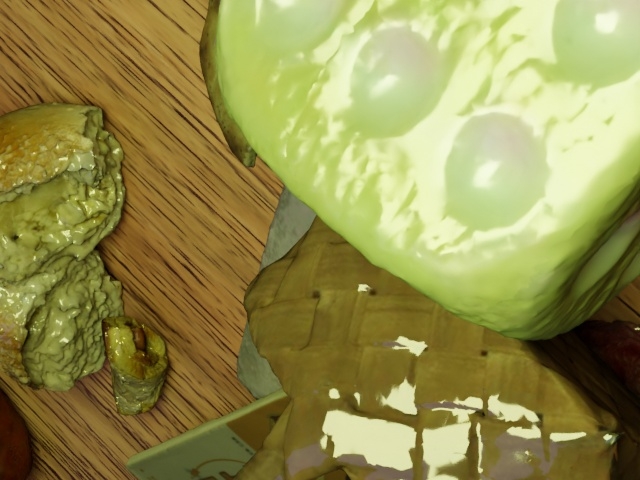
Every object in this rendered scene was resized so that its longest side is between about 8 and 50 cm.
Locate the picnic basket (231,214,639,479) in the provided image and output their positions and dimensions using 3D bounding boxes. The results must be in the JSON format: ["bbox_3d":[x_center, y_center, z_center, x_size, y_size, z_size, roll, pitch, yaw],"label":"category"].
[{"bbox_3d":[0.050,0.164,0.880,0.337,0.293,0.337,-11,68,30],"label":"picnic basket"}]

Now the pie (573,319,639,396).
[{"bbox_3d":[0.233,0.160,0.989,0.218,0.054,0.204,42,135,17],"label":"pie"}]

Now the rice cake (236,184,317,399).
[{"bbox_3d":[0.000,0.000,1.088,0.070,0.064,0.399,39,135,23],"label":"rice cake"}]

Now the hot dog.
[{"bbox_3d":[-0.186,0.123,1.327,0.169,0.061,0.078,97,159,-59],"label":"hot dog"}]

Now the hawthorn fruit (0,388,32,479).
[{"bbox_3d":[-0.466,0.233,1.552,0.261,0.224,0.224,40,140,49],"label":"hawthorn fruit"}]

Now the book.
[{"bbox_3d":[-0.039,0.244,1.257,0.208,0.020,0.295,43,139,-15],"label":"book"}]

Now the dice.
[{"bbox_3d":[0.114,-0.113,0.738,0.252,0.249,0.254,41,108,19],"label":"dice"}]

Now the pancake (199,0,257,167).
[{"bbox_3d":[-0.034,-0.158,0.995,0.235,0.029,0.212,-11,87,58],"label":"pancake"}]

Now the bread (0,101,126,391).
[{"bbox_3d":[-0.300,-0.006,1.273,0.192,0.171,0.314,30,131,19],"label":"bread"}]
